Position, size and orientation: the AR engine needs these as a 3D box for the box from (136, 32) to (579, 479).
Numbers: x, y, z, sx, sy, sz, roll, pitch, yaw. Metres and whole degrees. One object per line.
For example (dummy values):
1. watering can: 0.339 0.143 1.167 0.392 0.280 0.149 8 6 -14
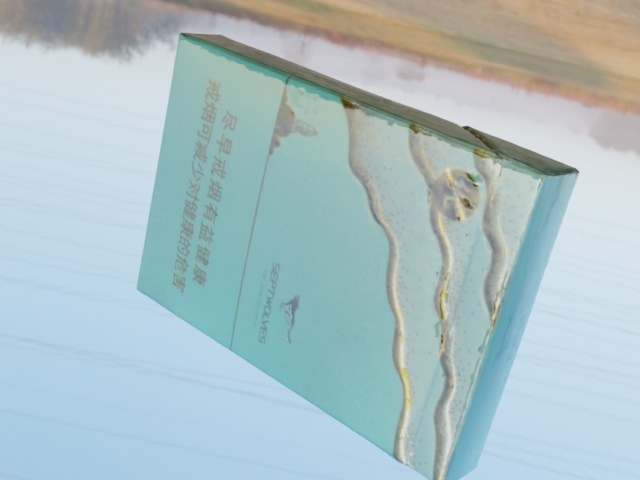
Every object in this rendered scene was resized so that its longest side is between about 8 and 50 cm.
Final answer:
1. box: 0.001 0.000 0.451 0.229 0.161 0.041 27 -156 33
